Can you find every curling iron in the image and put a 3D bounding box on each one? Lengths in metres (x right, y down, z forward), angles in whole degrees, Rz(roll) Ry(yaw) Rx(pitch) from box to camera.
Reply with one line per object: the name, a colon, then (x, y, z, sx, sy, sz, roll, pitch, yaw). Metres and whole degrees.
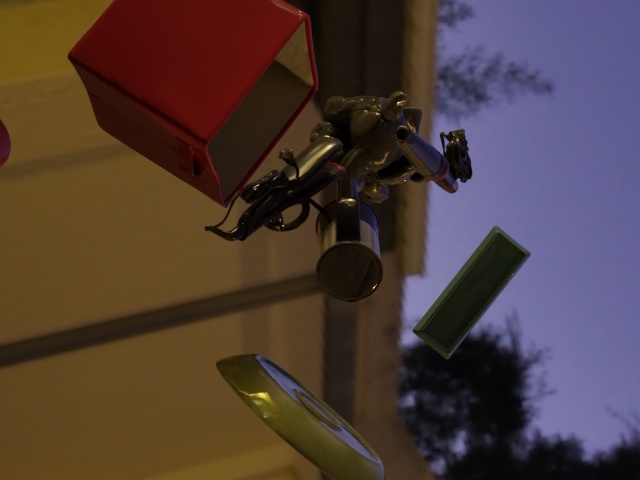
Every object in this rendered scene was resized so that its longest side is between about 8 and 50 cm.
curling iron: (0.111, -0.089, 1.491, 0.274, 0.035, 0.068, 6, 78, -72)

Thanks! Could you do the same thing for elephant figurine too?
elephant figurine: (0.108, -0.146, 2.375, 0.186, 0.239, 0.169, 21, -89, 42)

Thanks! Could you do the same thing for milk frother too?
milk frother: (0.000, 0.000, 1.844, 0.135, 0.143, 0.129, -90, 161, -65)

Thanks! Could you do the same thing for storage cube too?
storage cube: (-0.136, -0.188, 1.642, 0.193, 0.215, 0.184, 32, -15, 14)

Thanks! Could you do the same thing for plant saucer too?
plant saucer: (0.213, 0.073, 2.060, 0.067, 0.192, 0.018, 38, 1, -4)
plant saucer: (-0.013, 0.198, 1.614, 0.241, 0.037, 0.241, 40, 1, -1)

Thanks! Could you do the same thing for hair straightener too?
hair straightener: (-0.057, -0.074, 1.799, 0.047, 0.230, 0.089, 27, -44, 36)

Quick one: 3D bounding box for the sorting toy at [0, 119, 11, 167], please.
sorting toy: (-0.428, -0.079, 1.113, 0.127, 0.365, 0.126, 128, -24, -56)
